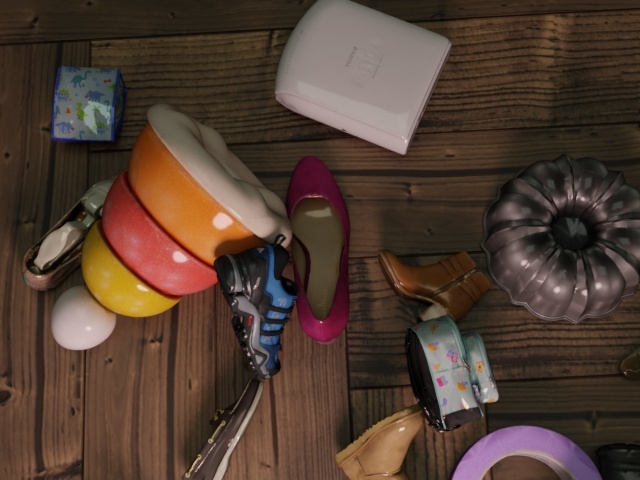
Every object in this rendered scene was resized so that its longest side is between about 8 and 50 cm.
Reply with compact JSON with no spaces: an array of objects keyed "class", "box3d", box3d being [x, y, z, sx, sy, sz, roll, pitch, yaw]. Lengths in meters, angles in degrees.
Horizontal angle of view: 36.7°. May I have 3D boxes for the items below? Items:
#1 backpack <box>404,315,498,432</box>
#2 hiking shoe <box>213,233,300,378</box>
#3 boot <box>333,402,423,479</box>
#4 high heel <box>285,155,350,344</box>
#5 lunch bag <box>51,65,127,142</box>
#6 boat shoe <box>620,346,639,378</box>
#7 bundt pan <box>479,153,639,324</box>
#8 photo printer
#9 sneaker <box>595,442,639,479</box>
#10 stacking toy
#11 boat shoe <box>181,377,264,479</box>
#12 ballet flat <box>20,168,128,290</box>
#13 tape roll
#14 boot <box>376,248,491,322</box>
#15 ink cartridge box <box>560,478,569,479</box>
[{"class":"backpack","box3d":[0.226,0.226,1.715,0.144,0.166,0.189,-23,87,-4]},{"class":"hiking shoe","box3d":[-0.089,0.132,1.703,0.132,0.304,0.113,-22,47,-11]},{"class":"boot","box3d":[0.161,0.440,1.660,0.089,0.236,0.270,-17,68,-42]},{"class":"high heel","box3d":[0.000,0.000,1.786,0.127,0.181,0.378,-9,74,-1]},{"class":"lunch bag","box3d":[-0.460,-0.262,1.919,0.128,0.096,0.151,2,65,2]},{"class":"boat shoe","box3d":[0.624,0.210,1.786,0.153,0.048,0.056,-29,88,0]},{"class":"bundt pan","box3d":[0.471,-0.017,1.809,0.330,0.124,0.331,0,74,1]},{"class":"photo printer","box3d":[0.075,-0.338,1.918,0.307,0.107,0.256,23,76,8]},{"class":"sneaker","box3d":[0.629,0.432,1.700,0.286,0.109,0.130,3,84,10]},{"class":"stacking toy","box3d":[-0.320,0.020,1.760,0.480,0.350,0.350,-44,77,5]},{"class":"boat shoe","box3d":[-0.173,0.346,1.746,0.068,0.081,0.228,25,79,4]},{"class":"ballet flat","box3d":[-0.447,-0.029,1.847,0.107,0.106,0.316,39,79,12]},{"class":"tape roll","box3d":[0.358,0.467,1.693,0.274,0.090,0.275,0,74,1]},{"class":"boot","box3d":[0.212,0.062,1.822,0.152,0.073,0.197,-38,89,-7]},{"class":"ink cartridge box","box3d":[0.498,0.604,1.549,0.384,0.160,0.279,36,78,-12]}]
